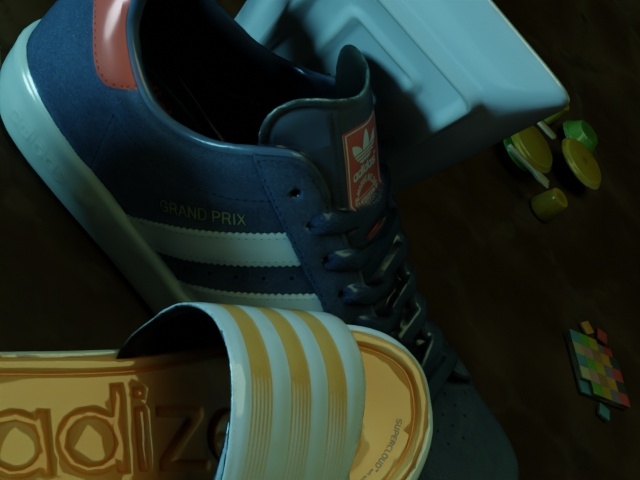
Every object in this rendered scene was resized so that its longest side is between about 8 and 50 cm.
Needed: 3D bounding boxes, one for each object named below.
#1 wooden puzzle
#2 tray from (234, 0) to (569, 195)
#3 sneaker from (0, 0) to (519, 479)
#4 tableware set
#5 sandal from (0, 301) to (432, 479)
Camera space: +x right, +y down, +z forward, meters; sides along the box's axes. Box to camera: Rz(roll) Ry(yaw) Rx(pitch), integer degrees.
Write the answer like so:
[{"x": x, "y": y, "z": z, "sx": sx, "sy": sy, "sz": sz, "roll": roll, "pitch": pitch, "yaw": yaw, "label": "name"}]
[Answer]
[{"x": 0.191, "y": 0.089, "z": 0.888, "sx": 0.049, "sy": 0.006, "sz": 0.083, "roll": 23, "pitch": 44, "yaw": -35, "label": "wooden puzzle"}, {"x": 0.017, "y": -0.087, "z": 0.676, "sx": 0.030, "sy": 0.270, "sz": 0.145, "roll": -44, "pitch": 95, "yaw": -18, "label": "tray"}, {"x": 0.000, "y": 0.000, "z": 0.629, "sx": 0.350, "sy": 0.148, "sz": 0.131, "roll": 47, "pitch": 35, "yaw": -7, "label": "sneaker"}, {"x": 0.180, "y": -0.070, "z": 1.007, "sx": 0.104, "sy": 0.024, "sz": 0.154, "roll": 44, "pitch": 34, "yaw": -16, "label": "tableware set"}, {"x": -0.059, "y": 0.074, "z": 0.502, "sx": 0.265, "sy": 0.076, "sz": 0.102, "roll": -1, "pitch": 66, "yaw": -28, "label": "sandal"}]
